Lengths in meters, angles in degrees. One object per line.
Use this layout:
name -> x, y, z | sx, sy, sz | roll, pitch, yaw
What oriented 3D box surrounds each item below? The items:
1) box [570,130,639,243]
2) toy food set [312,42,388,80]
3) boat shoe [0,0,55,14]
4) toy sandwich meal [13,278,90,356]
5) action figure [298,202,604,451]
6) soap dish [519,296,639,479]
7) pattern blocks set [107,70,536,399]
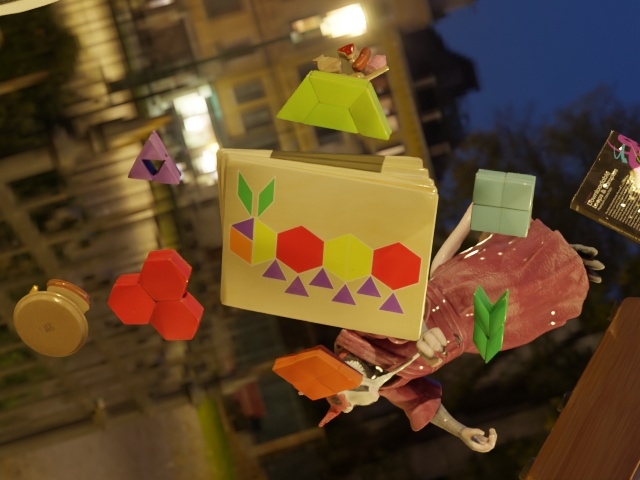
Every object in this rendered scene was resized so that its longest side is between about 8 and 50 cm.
box -> 0.413, -0.054, 1.834 | 0.162, 0.116, 0.029 | 29, -17, 12
toy food set -> 0.044, -0.217, 1.828 | 0.019, 0.078, 0.122 | 64, -5, -32
boat shoe -> -0.282, -0.172, 0.949 | 0.114, 0.302, 0.091 | 66, 12, 13
toy sandwich meal -> -0.265, 0.077, 1.443 | 0.029, 0.085, 0.085 | -71, 150, -58
action figure -> 0.127, 0.083, 1.663 | 0.276, 0.370, 0.248 | 51, -22, 38
soap dish -> 0.262, 0.208, 1.368 | 0.291, 0.118, 0.229 | -52, 165, -38
pattern blocks set -> 0.000, 0.000, 1.157 | 0.026, 0.325, 0.285 | -63, 169, -60
